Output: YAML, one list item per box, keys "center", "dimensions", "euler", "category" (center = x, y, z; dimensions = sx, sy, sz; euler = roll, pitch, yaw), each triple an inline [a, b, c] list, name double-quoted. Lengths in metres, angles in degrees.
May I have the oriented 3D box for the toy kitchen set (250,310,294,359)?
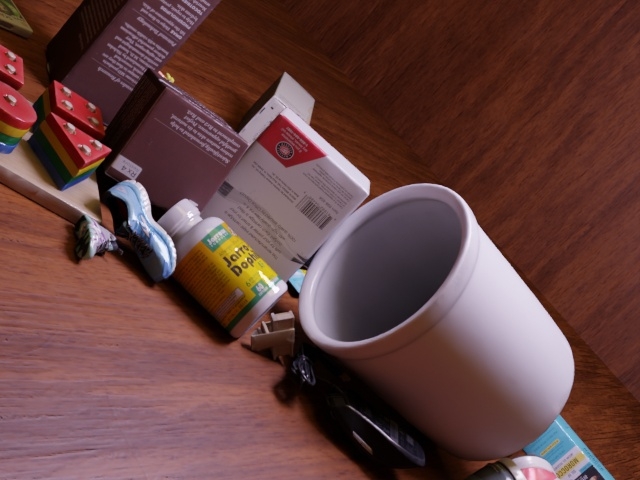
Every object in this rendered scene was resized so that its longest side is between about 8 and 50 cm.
- center: [-0.084, 0.135, 1.580]
  dimensions: [0.068, 0.083, 0.075]
  euler: [-9, 39, -16]
  category: "toy kitchen set"

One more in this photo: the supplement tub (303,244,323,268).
- center: [0.000, 0.000, 2.017]
  dimensions: [0.106, 0.106, 0.198]
  euler: [43, 6, -3]
  category: "supplement tub"

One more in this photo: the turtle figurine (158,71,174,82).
- center: [-0.269, -0.182, 1.895]
  dimensions: [0.217, 0.087, 0.269]
  euler: [23, 48, -59]
  category: "turtle figurine"

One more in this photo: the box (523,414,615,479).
- center: [0.529, 0.481, 2.117]
  dimensions: [0.244, 0.100, 0.060]
  euler: [51, 19, 25]
  category: "box"

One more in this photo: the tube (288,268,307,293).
- center: [0.001, 0.088, 1.940]
  dimensions: [0.207, 0.052, 0.080]
  euler: [14, 21, -49]
  category: "tube"

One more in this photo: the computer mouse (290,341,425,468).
- center: [0.046, 0.267, 1.588]
  dimensions: [0.262, 0.060, 0.184]
  euler: [38, 9, -9]
  category: "computer mouse"

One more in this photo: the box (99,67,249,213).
- center: [-0.247, -0.156, 1.649]
  dimensions: [0.168, 0.167, 0.203]
  euler: [34, 5, -25]
  category: "box"

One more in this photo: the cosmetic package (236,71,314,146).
- center: [-0.109, -0.286, 2.407]
  dimensions: [0.113, 0.160, 0.309]
  euler: [42, 17, -11]
  category: "cosmetic package"

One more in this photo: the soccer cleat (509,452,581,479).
- center: [0.455, 0.507, 1.909]
  dimensions: [0.318, 0.109, 0.116]
  euler: [34, 39, -37]
  category: "soccer cleat"

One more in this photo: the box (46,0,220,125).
- center: [-0.320, -0.410, 1.804]
  dimensions: [0.143, 0.381, 0.191]
  euler: [35, 19, -36]
  category: "box"

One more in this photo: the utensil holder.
- center: [0.206, 0.150, 1.698]
  dimensions: [0.385, 0.328, 0.327]
  euler: [46, 13, -32]
  category: "utensil holder"

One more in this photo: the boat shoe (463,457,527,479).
- center: [0.332, 0.508, 1.642]
  dimensions: [0.099, 0.116, 0.319]
  euler: [-13, 53, -18]
  category: "boat shoe"

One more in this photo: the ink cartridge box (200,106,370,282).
- center: [-0.079, -0.056, 1.699]
  dimensions: [0.197, 0.273, 0.114]
  euler: [42, 12, -6]
  category: "ink cartridge box"

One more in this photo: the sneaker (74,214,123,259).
- center: [-0.305, 0.006, 1.410]
  dimensions: [0.069, 0.038, 0.098]
  euler: [33, 19, -30]
  category: "sneaker"

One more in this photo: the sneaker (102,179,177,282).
- center: [-0.272, -0.008, 1.472]
  dimensions: [0.162, 0.063, 0.073]
  euler: [61, 31, 4]
  category: "sneaker"

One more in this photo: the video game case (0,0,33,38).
- center: [-0.628, -0.457, 1.829]
  dimensions: [0.190, 0.022, 0.173]
  euler: [52, 18, 27]
  category: "video game case"

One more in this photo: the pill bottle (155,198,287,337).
- center: [-0.160, 0.039, 1.536]
  dimensions: [0.208, 0.117, 0.117]
  euler: [45, 16, 3]
  category: "pill bottle"

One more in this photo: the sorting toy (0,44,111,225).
- center: [-0.421, -0.168, 1.479]
  dimensions: [0.257, 0.089, 0.255]
  euler: [33, 19, -33]
  category: "sorting toy"
